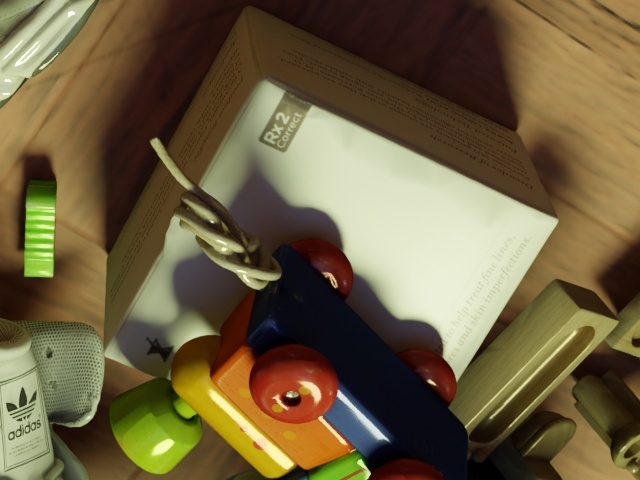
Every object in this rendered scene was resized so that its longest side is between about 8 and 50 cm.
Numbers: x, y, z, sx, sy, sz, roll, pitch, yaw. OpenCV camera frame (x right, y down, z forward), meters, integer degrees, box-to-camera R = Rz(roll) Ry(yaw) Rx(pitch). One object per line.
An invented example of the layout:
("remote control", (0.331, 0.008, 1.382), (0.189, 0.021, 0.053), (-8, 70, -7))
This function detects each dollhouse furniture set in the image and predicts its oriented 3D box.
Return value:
("dollhouse furniture set", (0.172, 0.106, 1.035), (0.144, 0.123, 0.151), (-48, 147, 16))

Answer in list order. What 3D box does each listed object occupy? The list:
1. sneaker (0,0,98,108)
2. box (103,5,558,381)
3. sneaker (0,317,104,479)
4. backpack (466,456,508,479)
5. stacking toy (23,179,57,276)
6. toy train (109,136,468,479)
("sneaker", (-0.202, -0.109, 0.890), (0.262, 0.099, 0.121), (-42, 111, 14))
("box", (0.000, 0.000, 1.005), (0.182, 0.119, 0.181), (25, 112, -16))
("sneaker", (-0.151, 0.171, 0.987), (0.366, 0.137, 0.210), (28, 110, 23))
("backpack", (0.036, 0.330, 1.092), (0.273, 0.290, 0.355), (32, 116, -34))
("stacking toy", (-0.225, -0.076, 0.982), (0.167, 0.052, 0.221), (1, 117, -6))
("toy train", (-0.050, 0.064, 0.916), (0.143, 0.105, 0.248), (-32, 117, 26))
